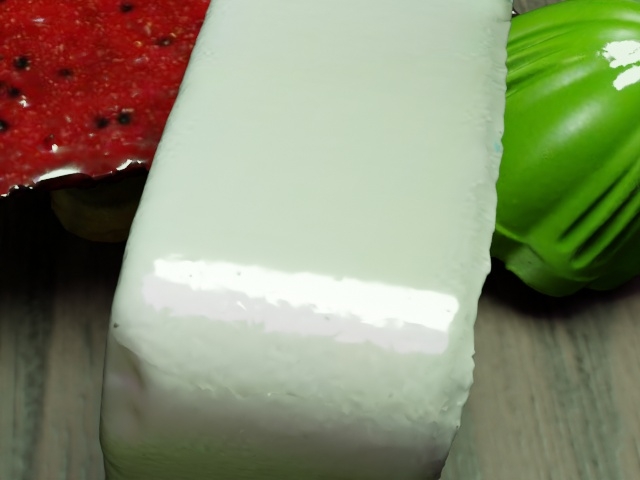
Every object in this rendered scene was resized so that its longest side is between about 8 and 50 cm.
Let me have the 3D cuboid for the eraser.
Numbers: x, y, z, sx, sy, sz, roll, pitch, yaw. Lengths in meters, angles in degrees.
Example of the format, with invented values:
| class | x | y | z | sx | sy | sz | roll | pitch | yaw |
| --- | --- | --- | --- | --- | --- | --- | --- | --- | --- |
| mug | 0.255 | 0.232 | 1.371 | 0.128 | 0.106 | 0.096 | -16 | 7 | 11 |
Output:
| class | x | y | z | sx | sy | sz | roll | pitch | yaw |
| --- | --- | --- | --- | --- | --- | --- | --- | --- | --- |
| eraser | 0.000 | 0.000 | 0.761 | 0.150 | 0.331 | 0.331 | 12 | 50 | 3 |

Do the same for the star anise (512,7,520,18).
| class | x | y | z | sx | sy | sz | roll | pitch | yaw |
| --- | --- | --- | --- | --- | --- | --- | --- | --- | --- |
| star anise | 0.088 | -0.196 | 1.144 | 0.157 | 0.053 | 0.212 | 13 | 52 | 3 |

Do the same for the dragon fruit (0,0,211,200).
| class | x | y | z | sx | sy | sz | roll | pitch | yaw |
| --- | --- | --- | --- | --- | --- | --- | --- | --- | --- |
| dragon fruit | -0.110 | -0.118 | 0.962 | 0.344 | 0.100 | 0.282 | -11 | 56 | -14 |

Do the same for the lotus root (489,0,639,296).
| class | x | y | z | sx | sy | sz | roll | pitch | yaw |
| --- | --- | --- | --- | --- | --- | --- | --- | --- | --- |
| lotus root | 0.174 | -0.080 | 0.945 | 0.186 | 0.186 | 0.186 | 3 | 50 | -4 |

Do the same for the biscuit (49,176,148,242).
| class | x | y | z | sx | sy | sz | roll | pitch | yaw |
| --- | --- | --- | --- | --- | --- | --- | --- | --- | --- |
| biscuit | -0.054 | -0.088 | 1.039 | 0.355 | 0.052 | 0.275 | 24 | 56 | 12 |
